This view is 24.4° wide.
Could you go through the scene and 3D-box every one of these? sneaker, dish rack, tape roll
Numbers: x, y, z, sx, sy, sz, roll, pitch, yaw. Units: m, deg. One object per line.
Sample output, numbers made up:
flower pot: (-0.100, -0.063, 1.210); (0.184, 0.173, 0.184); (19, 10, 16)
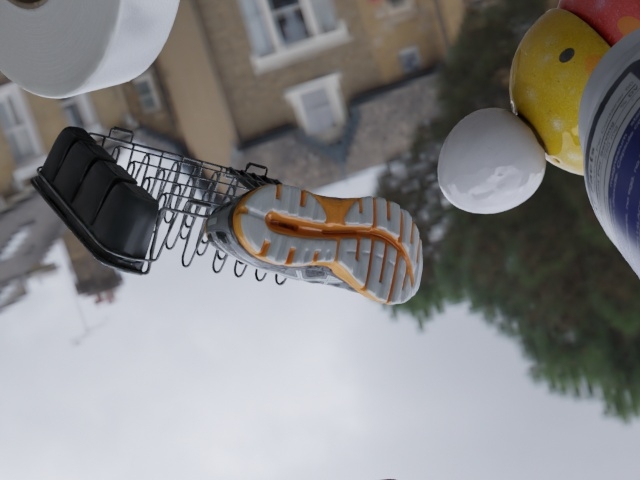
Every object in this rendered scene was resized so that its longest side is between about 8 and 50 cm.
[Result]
sneaker: (0.000, 0.000, 1.218); (0.215, 0.084, 0.083); (20, 163, -39)
dish rack: (-0.105, -0.026, 1.348); (0.271, 0.074, 0.208); (12, -162, -34)
tape roll: (-0.268, -0.331, 1.414); (0.072, 0.392, 0.392); (-21, -166, -36)

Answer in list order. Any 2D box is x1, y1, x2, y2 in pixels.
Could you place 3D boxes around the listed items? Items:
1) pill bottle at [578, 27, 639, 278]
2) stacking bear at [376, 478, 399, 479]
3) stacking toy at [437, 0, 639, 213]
pill bottle: (0.225, -0.032, 0.779); (0.153, 0.153, 0.264); (-16, -160, 3)
stacking bear: (0.138, 0.380, 1.538); (0.164, 0.175, 0.289); (-35, -140, -26)
stacking toy: (0.341, -0.182, 1.685); (0.480, 0.350, 0.350); (-38, -162, -6)
